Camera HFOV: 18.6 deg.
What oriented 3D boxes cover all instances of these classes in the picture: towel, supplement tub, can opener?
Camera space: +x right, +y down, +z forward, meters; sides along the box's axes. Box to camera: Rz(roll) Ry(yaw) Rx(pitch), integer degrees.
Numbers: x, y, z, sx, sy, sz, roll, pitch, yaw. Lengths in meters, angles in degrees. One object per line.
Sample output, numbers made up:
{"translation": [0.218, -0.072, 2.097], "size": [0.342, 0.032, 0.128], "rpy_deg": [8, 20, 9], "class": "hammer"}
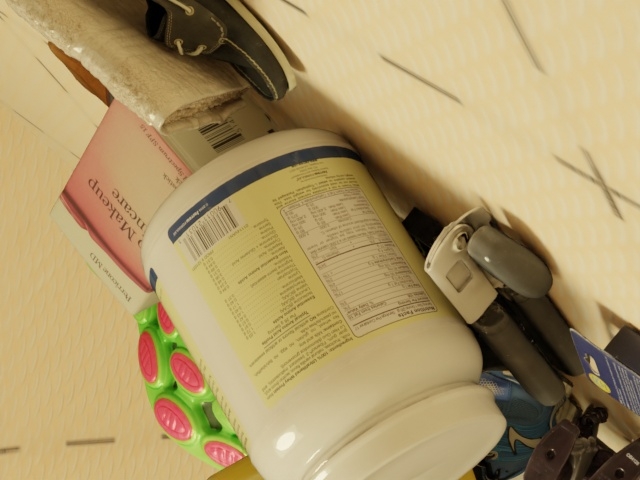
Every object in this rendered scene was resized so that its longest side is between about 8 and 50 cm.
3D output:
{"translation": [-0.160, -0.175, 1.747], "size": [0.187, 0.049, 0.282], "rpy_deg": [39, -163, 7], "class": "towel"}
{"translation": [0.003, 0.085, 1.799], "size": [0.325, 0.235, 0.235], "rpy_deg": [58, 178, 22], "class": "supplement tub"}
{"translation": [0.181, 0.069, 1.744], "size": [0.095, 0.076, 0.283], "rpy_deg": [34, 170, 42], "class": "can opener"}

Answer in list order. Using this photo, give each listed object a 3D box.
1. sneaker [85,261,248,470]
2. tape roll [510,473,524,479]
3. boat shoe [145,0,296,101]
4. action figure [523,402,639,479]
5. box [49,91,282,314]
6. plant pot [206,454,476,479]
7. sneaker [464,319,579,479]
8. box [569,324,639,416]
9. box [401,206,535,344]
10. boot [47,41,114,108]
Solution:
{"translation": [-0.115, 0.072, 2.215], "size": [0.202, 0.185, 0.483], "rpy_deg": [10, -146, -33], "class": "sneaker"}
{"translation": [0.328, 0.361, 2.363], "size": [0.392, 0.072, 0.392], "rpy_deg": [44, -178, -2], "class": "tape roll"}
{"translation": [-0.116, -0.196, 1.701], "size": [0.233, 0.079, 0.084], "rpy_deg": [43, 169, -25], "class": "boat shoe"}
{"translation": [0.309, 0.239, 1.977], "size": [0.185, 0.099, 0.285], "rpy_deg": [29, -178, 25], "class": "action figure"}
{"translation": [-0.152, -0.058, 1.974], "size": [0.148, 0.127, 0.232], "rpy_deg": [49, 139, 11], "class": "box"}
{"translation": [0.021, 0.282, 1.976], "size": [0.254, 0.239, 0.254], "rpy_deg": [162, 90, -79], "class": "plant pot"}
{"translation": [0.180, 0.184, 2.027], "size": [0.130, 0.147, 0.330], "rpy_deg": [34, 173, 26], "class": "sneaker"}
{"translation": [0.316, 0.148, 1.673], "size": [0.225, 0.036, 0.136], "rpy_deg": [35, 169, 26], "class": "box"}
{"translation": [0.147, 0.040, 1.894], "size": [0.116, 0.029, 0.162], "rpy_deg": [36, 172, 32], "class": "box"}
{"translation": [-0.227, -0.181, 2.295], "size": [0.280, 0.096, 0.264], "rpy_deg": [41, -174, 37], "class": "boot"}
